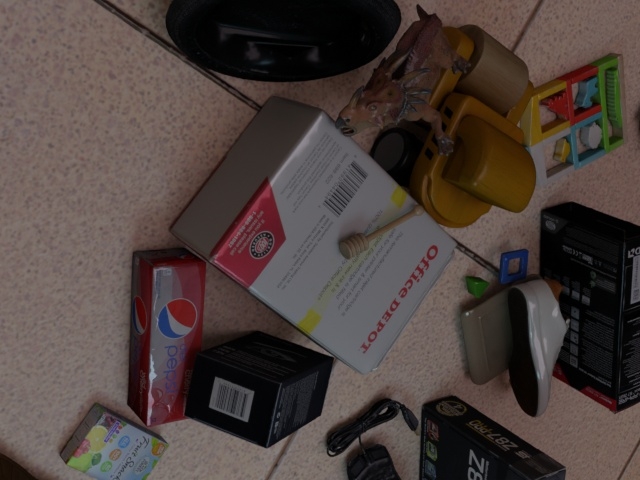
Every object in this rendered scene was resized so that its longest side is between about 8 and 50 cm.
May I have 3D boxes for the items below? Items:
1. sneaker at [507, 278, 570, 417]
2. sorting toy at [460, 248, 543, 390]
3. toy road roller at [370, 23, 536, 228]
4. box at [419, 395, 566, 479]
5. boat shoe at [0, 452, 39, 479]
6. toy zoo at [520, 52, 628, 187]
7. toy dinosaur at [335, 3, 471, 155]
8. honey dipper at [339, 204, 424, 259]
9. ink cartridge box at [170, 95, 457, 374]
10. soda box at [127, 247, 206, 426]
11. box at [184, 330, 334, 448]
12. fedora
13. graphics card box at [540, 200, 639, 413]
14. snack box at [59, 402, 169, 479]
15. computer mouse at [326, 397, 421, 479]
[{"bbox_3d":[0.446,0.213,1.851,0.123,0.106,0.290,-15,114,-22],"label":"sneaker"},{"bbox_3d":[0.368,0.176,1.886,0.196,0.047,0.347,-24,118,-21],"label":"sorting toy"},{"bbox_3d":[0.264,-0.178,1.568,0.203,0.241,0.329,24,92,-37],"label":"toy road roller"},{"bbox_3d":[0.316,0.544,1.810,0.097,0.318,0.394,-11,113,-31],"label":"box"},{"bbox_3d":[-0.449,0.435,1.402,0.123,0.123,0.342,-28,131,12],"label":"boat shoe"},{"bbox_3d":[0.487,-0.229,1.831,0.293,0.030,0.192,-26,119,-25],"label":"toy zoo"},{"bbox_3d":[0.140,-0.262,1.414,0.200,0.127,0.295,51,53,-59],"label":"toy dinosaur"},{"bbox_3d":[0.099,-0.018,1.446,0.161,0.030,0.030,-28,120,-26],"label":"honey dipper"},{"bbox_3d":[0.000,0.000,1.503,0.385,0.160,0.279,41,81,-36],"label":"ink cartridge box"},{"bbox_3d":[-0.239,0.148,1.445,0.092,0.083,0.263,-6,109,-32],"label":"soda box"},{"bbox_3d":[-0.092,0.229,1.477,0.207,0.153,0.108,-9,113,-65],"label":"box"},{"bbox_3d":[-0.054,-0.351,1.326,0.334,0.334,0.152,8,68,-36],"label":"fedora"},{"bbox_3d":[0.544,0.128,1.869,0.094,0.233,0.370,-16,114,-24],"label":"graphics card box"},{"bbox_3d":[-0.324,0.331,1.480,0.141,0.037,0.100,39,84,-37],"label":"snack box"},{"bbox_3d":[0.126,0.425,1.805,0.184,0.060,0.262,-36,111,-14],"label":"computer mouse"}]
